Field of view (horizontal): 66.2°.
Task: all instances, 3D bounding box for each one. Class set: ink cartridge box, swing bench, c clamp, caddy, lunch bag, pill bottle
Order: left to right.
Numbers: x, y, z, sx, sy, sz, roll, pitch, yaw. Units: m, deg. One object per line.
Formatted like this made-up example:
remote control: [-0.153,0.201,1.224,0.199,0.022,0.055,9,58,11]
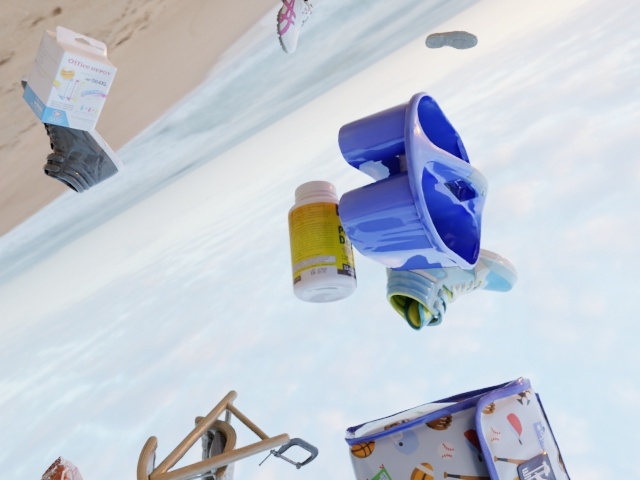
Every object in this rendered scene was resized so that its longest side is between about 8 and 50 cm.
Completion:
ink cartridge box: [-0.421,-0.275,0.831,0.092,0.090,0.143,2,126,-53]
swing bench: [-0.205,0.444,0.835,0.165,0.253,0.255,25,-153,33]
c clamp: [-0.088,0.657,1.500,0.137,0.161,0.022,-49,-149,7]
pill bottle: [0.000,0.000,0.912,0.117,0.214,0.117,-5,155,-2]
caddy: [0.169,-0.080,0.774,0.179,0.241,0.341,-9,163,30]
lunch bag: [0.271,0.463,0.921,0.386,0.327,0.239,-16,166,-1]

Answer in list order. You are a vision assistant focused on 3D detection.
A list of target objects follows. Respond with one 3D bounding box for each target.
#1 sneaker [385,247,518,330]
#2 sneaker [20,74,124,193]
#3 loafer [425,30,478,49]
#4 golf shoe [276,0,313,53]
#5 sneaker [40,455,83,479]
sneaker: [0.280,0.114,1.068,0.127,0.319,0.208,111,-9,-56]
sneaker: [-0.622,-0.237,1.164,0.105,0.295,0.147,7,-129,49]
loafer: [0.321,-0.495,1.202,0.125,0.045,0.039,5,-132,16]
golf shoe: [-0.063,-0.567,1.232,0.086,0.186,0.067,9,-167,18]
sneaker: [-0.384,0.373,0.739,0.064,0.067,0.175,-51,-168,-18]
